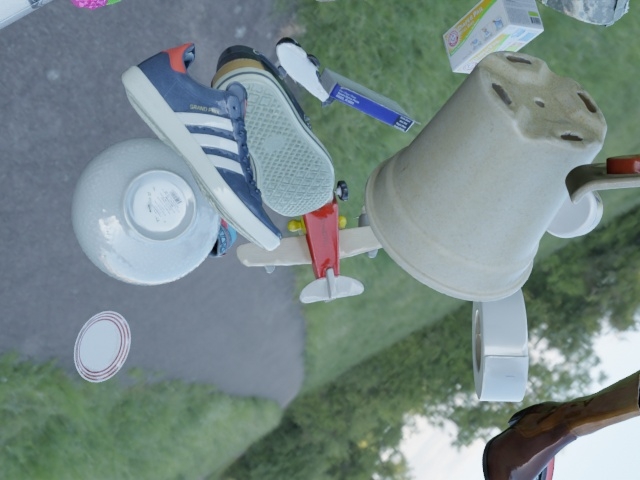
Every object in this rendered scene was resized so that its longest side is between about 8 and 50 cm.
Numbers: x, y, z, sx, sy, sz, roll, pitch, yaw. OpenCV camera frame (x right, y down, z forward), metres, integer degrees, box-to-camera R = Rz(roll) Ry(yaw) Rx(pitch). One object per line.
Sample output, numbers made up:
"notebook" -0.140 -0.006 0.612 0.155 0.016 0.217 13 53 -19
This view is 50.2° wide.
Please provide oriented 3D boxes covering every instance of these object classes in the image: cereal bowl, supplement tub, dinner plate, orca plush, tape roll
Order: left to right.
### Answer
"dinner plate" -0.432 0.208 1.349 0.141 0.017 0.141 -15 108 -57
"cereal bowl" -0.373 -0.069 1.518 0.339 0.339 0.141 -40 -167 -22
"orca plush" -0.036 -0.579 2.260 0.151 0.287 0.102 -25 -139 46
"tape roll" 0.426 0.243 1.643 0.286 0.100 0.286 1 90 -83
"supplement tub" 0.651 -0.082 1.777 0.144 0.144 0.199 -52 160 20

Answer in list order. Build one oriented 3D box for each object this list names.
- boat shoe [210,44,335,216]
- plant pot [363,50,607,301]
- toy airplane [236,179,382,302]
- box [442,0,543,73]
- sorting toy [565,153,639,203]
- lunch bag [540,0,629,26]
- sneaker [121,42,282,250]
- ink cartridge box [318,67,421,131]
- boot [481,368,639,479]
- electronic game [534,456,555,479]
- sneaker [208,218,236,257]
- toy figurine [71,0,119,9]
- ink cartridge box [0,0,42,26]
"boat shoe" -0.095 -0.223 1.490 0.186 0.156 0.500 -21 145 8
"plant pot" 0.281 -0.121 1.118 0.334 0.334 0.305 -33 162 -40
"toy airplane" 0.000 0.000 2.045 0.384 0.386 0.272 -53 -164 0
"box" 0.399 -0.486 1.603 0.114 0.103 0.203 -3 163 -30
"sorting toy" 0.425 -0.101 0.855 0.229 0.041 0.307 -8 -172 19
"lunch bag" 0.632 -0.681 1.600 0.212 0.256 0.305 -32 150 -14
"sneaker" -0.144 -0.150 1.047 0.148 0.350 0.131 -38 -175 -12
"ink cartridge box" 0.114 -0.337 1.671 0.045 0.223 0.224 -62 -161 18
"boot" 0.437 0.343 1.186 0.280 0.096 0.264 -35 172 41
"electronic game" 0.411 0.485 1.388 0.229 0.048 0.229 -8 102 -42
"sneaker" -0.334 -0.060 1.840 0.104 0.262 0.125 -30 -156 35
"toy figurine" -0.414 -0.478 1.201 0.130 0.173 0.159 -29 -147 12
"ink cartridge box" -0.616 -0.536 1.307 0.289 0.211 0.121 -31 -160 -6
